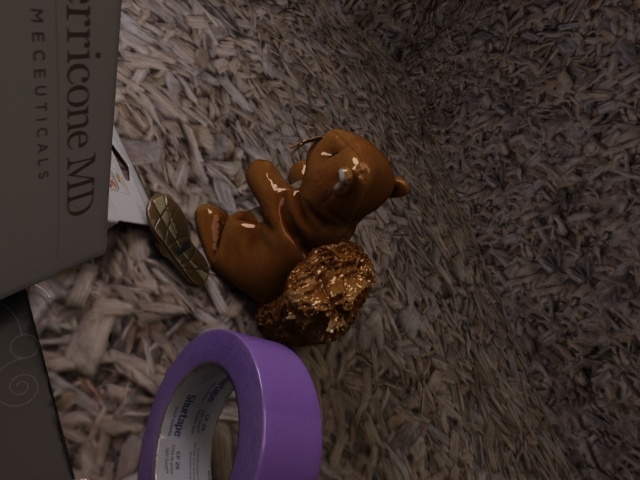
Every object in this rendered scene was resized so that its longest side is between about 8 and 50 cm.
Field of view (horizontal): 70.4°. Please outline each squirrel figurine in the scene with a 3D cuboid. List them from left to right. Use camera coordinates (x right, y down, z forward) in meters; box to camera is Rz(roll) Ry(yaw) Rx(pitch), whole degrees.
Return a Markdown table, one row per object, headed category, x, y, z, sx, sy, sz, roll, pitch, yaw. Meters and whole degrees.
| category | x | y | z | sx | sy | sz | roll | pitch | yaw |
| --- | --- | --- | --- | --- | --- | --- | --- | --- | --- |
| squirrel figurine | 0.000 | 0.000 | 0.857 | 0.281 | 0.370 | 0.396 | 10 | 54 | -48 |

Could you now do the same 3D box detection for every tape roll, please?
| category | x | y | z | sx | sy | sz | roll | pitch | yaw |
| --- | --- | --- | --- | --- | --- | --- | --- | --- | --- |
| tape roll | -0.124 | 0.256 | 0.572 | 0.090 | 0.275 | 0.274 | 25 | 44 | -39 |

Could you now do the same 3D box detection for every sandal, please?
| category | x | y | z | sx | sy | sz | roll | pitch | yaw |
| --- | --- | --- | --- | --- | --- | --- | --- | --- | --- |
| sandal | -0.265 | 0.005 | 0.821 | 0.072 | 0.049 | 0.180 | -43 | 112 | -51 |

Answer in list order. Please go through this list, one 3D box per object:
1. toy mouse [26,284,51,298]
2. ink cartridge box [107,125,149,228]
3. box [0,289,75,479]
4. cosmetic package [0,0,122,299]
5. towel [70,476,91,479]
| category | x | y | z | sx | sy | sz | roll | pitch | yaw |
| --- | --- | --- | --- | --- | --- | --- | --- | --- | --- |
| toy mouse | -0.435 | 0.034 | 0.589 | 0.161 | 0.031 | 0.143 | 49 | 34 | -10 |
| ink cartridge box | -0.407 | -0.135 | 0.749 | 0.275 | 0.060 | 0.239 | 62 | 10 | 10 |
| box | -0.371 | 0.157 | 0.445 | 0.165 | 0.143 | 0.270 | -12 | 72 | -43 |
| cosmetic package | -0.406 | -0.120 | 0.294 | 0.327 | 0.329 | 0.394 | 32 | 34 | 16 |
| towel | -0.324 | 0.353 | 0.282 | 0.317 | 0.053 | 0.331 | 12 | 77 | -41 |
